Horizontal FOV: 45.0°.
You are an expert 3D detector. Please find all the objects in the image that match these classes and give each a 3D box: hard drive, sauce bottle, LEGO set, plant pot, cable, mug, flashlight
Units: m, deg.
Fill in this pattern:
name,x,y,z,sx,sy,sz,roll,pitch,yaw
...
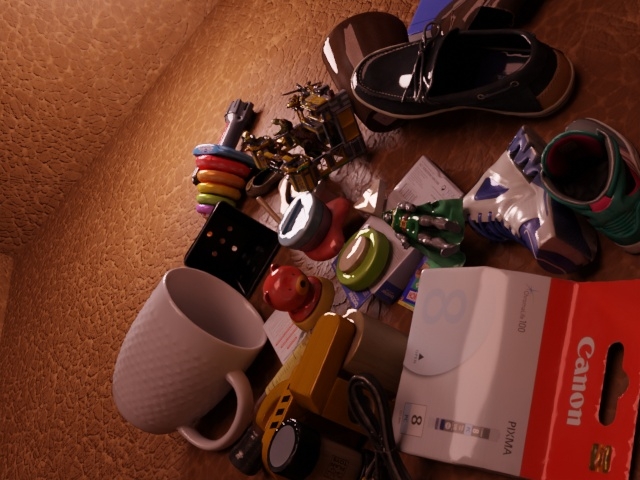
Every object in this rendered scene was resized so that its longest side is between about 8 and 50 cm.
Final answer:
name,x,y,z,sx,sy,sz,roll,pitch,yaw
hard drive,0.339,-0.635,1.871,0.210,0.040,0.319,3,66,55
sauce bottle,-0.057,0.317,1.538,0.344,0.111,0.111,-55,32,8
LEGO set,-0.055,-0.274,1.839,0.254,0.192,0.331,-28,30,-9
plant pot,-0.239,0.014,1.993,0.188,0.187,0.167,-60,19,-3
cable,0.096,0.355,1.209,0.139,0.072,0.287,6,111,46
mug,-0.293,0.304,1.761,0.374,0.276,0.328,46,110,27
flashlight,-0.303,-0.298,2.416,0.103,0.103,0.304,103,-175,-66
plant pot,0.130,-0.375,1.808,0.215,0.215,0.231,-35,53,32

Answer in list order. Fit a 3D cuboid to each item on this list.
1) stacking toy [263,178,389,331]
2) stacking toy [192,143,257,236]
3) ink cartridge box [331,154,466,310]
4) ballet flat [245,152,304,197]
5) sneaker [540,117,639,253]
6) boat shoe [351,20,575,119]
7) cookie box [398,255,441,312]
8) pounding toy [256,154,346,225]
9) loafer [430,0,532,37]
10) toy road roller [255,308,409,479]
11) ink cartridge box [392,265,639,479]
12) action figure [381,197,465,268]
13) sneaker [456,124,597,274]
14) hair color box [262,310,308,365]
name,x,y,z,sx,sy,sz,roll,pitch,yaw
stacking toy,0.000,0.000,1.597,0.279,0.130,0.309,-34,39,39
stacking toy,-0.299,-0.115,2.230,0.175,0.165,0.302,5,82,45
ink cartridge box,0.159,-0.006,1.559,0.311,0.065,0.186,-48,33,12
ballet flat,-0.131,-0.183,2.112,0.249,0.058,0.084,-20,47,45
sneaker,0.411,-0.125,1.204,0.124,0.178,0.296,-41,35,26
boat shoe,0.249,-0.341,1.535,0.500,0.156,0.187,13,80,43
cookie box,0.205,0.091,1.432,0.107,0.040,0.092,-61,33,-3
pounding toy,-0.047,-0.116,1.845,0.154,0.154,0.270,-42,32,26
loafer,0.400,-0.512,1.624,0.366,0.133,0.130,-44,44,30
toy road roller,0.013,0.288,1.380,0.240,0.202,0.330,7,71,62
ink cartridge box,0.283,0.194,1.161,0.385,0.091,0.308,-7,65,53
action figure,0.180,-0.025,1.426,0.232,0.063,0.137,-156,70,-63
sneaker,0.336,-0.038,1.304,0.182,0.127,0.316,-43,29,30
hair color box,-0.059,0.207,1.685,0.093,0.053,0.167,-51,31,8
